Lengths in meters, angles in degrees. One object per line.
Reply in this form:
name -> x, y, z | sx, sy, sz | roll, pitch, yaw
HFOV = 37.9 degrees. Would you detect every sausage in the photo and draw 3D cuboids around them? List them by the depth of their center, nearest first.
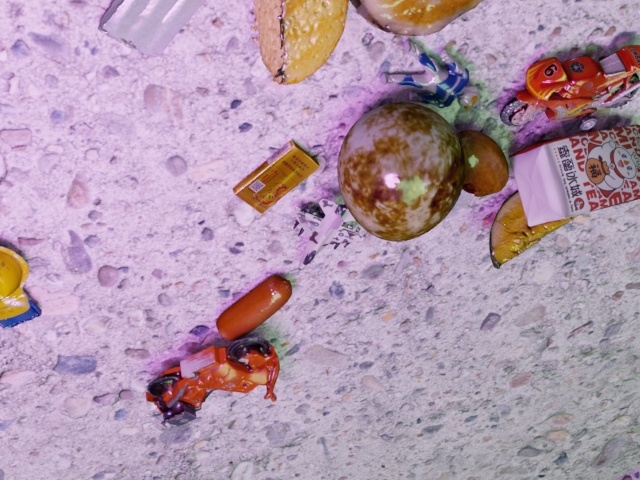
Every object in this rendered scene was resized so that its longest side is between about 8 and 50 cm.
sausage -> -0.141, 0.145, 2.014 | 0.197, 0.076, 0.076 | -39, 135, 16

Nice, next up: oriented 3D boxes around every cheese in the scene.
cheese -> -0.624, 0.087, 1.760 | 0.176, 0.069, 0.270 | -22, 140, 1

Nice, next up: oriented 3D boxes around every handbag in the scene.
handbag -> 0.559, -0.145, 1.919 | 0.298, 0.171, 0.151 | -16, 179, -18

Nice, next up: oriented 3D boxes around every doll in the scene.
doll -> 0.229, -0.293, 1.738 | 0.227, 0.057, 0.114 | 16, 121, -32

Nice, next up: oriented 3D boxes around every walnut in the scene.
walnut -> 0.319, -0.150, 1.886 | 0.115, 0.116, 0.207 | -35, 143, 13

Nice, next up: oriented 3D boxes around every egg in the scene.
egg -> 0.150, -0.119, 1.744 | 0.238, 0.238, 0.290 | -14, 137, -9

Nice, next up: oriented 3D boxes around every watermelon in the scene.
watermelon -> 0.470, -0.044, 2.025 | 0.301, 0.129, 0.123 | -31, 133, -11

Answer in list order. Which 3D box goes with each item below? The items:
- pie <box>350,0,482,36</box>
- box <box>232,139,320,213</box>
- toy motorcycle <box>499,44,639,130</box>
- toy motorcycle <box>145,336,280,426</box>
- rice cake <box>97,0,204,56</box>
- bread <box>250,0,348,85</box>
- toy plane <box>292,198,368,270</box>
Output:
pie -> 0.173, -0.487, 1.506 | 0.338, 0.077, 0.339 | -11, 131, -13
box -> -0.085, -0.121, 1.805 | 0.156, 0.022, 0.089 | -39, 134, 18
toy motorcycle -> 0.497, -0.295, 1.816 | 0.298, 0.089, 0.171 | -13, 144, -9
toy motorcycle -> -0.222, 0.308, 2.085 | 0.325, 0.148, 0.221 | -26, 142, 18
rice cake -> -0.246, -0.383, 1.464 | 0.124, 0.038, 0.211 | 21, 123, -37
bread -> -0.030, -0.383, 1.470 | 0.147, 0.160, 0.261 | -14, 131, -18
toy plane -> 0.005, -0.016, 1.908 | 0.159, 0.082, 0.234 | 21, 148, -14
